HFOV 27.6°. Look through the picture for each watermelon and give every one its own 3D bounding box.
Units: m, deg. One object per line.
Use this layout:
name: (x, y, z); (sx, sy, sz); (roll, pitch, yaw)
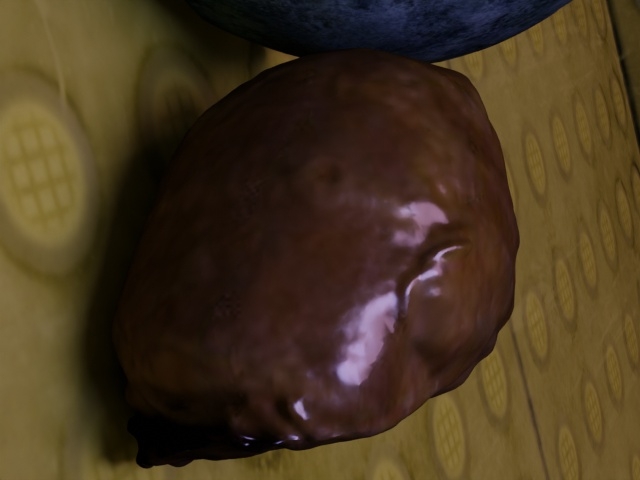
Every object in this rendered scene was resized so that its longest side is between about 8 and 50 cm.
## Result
watermelon: (0.050, -0.219, 0.770); (0.320, 0.290, 0.213); (50, 43, -62)

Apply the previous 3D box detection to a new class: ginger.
ginger: (0.003, -0.001, 0.723); (0.269, 0.201, 0.222); (4, 78, -66)
